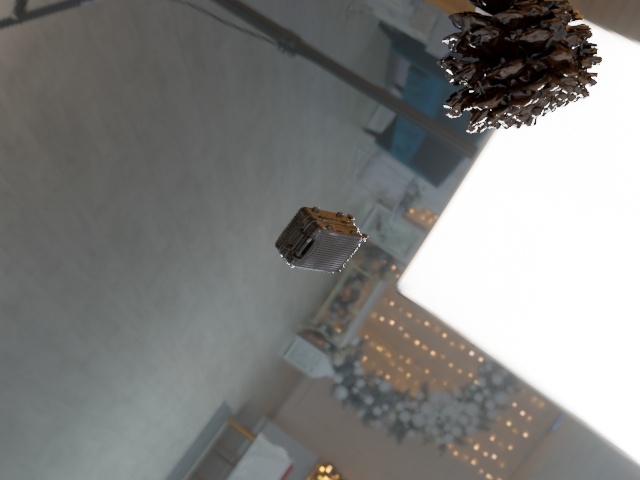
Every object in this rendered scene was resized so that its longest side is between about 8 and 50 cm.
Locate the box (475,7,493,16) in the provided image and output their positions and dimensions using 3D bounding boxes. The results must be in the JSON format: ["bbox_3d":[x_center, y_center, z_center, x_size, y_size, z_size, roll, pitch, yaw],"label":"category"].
[{"bbox_3d":[0.347,-0.525,1.492,0.149,0.067,0.233,-64,170,-45],"label":"box"}]

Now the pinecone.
[{"bbox_3d":[0.258,-0.250,1.142,0.221,0.221,0.221,-53,167,-17],"label":"pinecone"}]

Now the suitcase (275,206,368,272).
[{"bbox_3d":[0.000,0.000,1.219,0.126,0.059,0.086,10,124,-49],"label":"suitcase"}]
